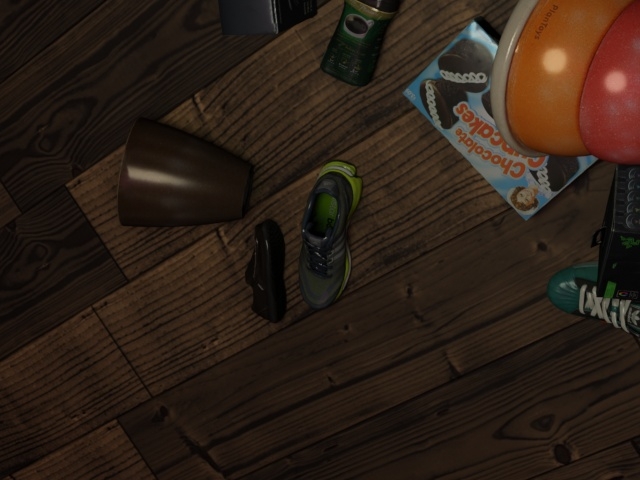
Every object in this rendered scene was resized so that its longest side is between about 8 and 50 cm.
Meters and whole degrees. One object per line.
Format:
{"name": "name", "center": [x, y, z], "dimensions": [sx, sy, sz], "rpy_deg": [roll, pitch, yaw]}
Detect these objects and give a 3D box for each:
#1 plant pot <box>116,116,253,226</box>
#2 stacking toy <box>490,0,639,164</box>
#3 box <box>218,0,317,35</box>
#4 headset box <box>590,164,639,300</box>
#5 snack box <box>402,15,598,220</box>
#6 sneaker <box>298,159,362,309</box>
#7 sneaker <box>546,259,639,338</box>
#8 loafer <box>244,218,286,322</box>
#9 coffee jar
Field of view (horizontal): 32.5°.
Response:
{"name": "plant pot", "center": [-0.253, -0.115, 2.132], "dimensions": [0.230, 0.215, 0.215], "rpy_deg": [10, 113, 3]}
{"name": "stacking toy", "center": [0.522, -0.208, 1.611], "dimensions": [0.480, 0.351, 0.350], "rpy_deg": [34, 121, 38]}
{"name": "box", "center": [-0.094, -0.451, 1.926], "dimensions": [0.108, 0.207, 0.153], "rpy_deg": [2, 110, 21]}
{"name": "headset box", "center": [0.584, -0.002, 1.778], "dimensions": [0.283, 0.131, 0.246], "rpy_deg": [7, 153, 10]}
{"name": "snack box", "center": [0.322, -0.213, 1.933], "dimensions": [0.322, 0.060, 0.187], "rpy_deg": [46, 119, 1]}
{"name": "sneaker", "center": [0.000, 0.000, 2.103], "dimensions": [0.111, 0.121, 0.299], "rpy_deg": [13, 113, 17]}
{"name": "sneaker", "center": [0.544, 0.110, 1.930], "dimensions": [0.302, 0.121, 0.108], "rpy_deg": [6, 111, 20]}
{"name": "loafer", "center": [-0.119, 0.063, 2.196], "dimensions": [0.078, 0.080, 0.220], "rpy_deg": [6, 111, 19]}
{"name": "coffee jar", "center": [0.072, -0.375, 1.961], "dimensions": [0.096, 0.079, 0.184], "rpy_deg": [28, 118, 13]}
